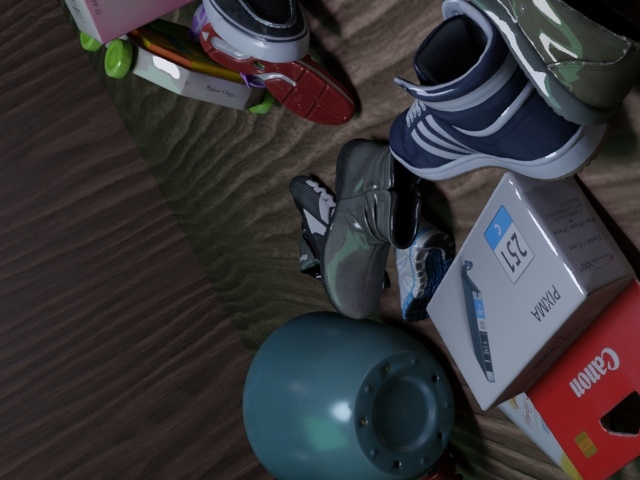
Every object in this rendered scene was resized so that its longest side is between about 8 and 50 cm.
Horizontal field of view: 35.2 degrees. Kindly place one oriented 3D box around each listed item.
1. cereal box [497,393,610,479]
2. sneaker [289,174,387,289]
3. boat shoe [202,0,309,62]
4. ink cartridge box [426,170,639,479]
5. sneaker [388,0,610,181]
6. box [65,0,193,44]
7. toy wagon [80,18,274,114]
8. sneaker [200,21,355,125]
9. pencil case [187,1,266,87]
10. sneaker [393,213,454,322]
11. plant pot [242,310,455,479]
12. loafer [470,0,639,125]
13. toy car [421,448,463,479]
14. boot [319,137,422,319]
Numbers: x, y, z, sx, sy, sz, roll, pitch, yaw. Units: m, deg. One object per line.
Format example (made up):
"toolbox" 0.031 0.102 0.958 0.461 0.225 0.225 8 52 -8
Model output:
"cereal box" 0.244 0.159 1.187 0.240 0.047 0.173 43 156 48
"sneaker" 0.000 0.000 1.581 0.234 0.106 0.078 55 164 18
"boat shoe" -0.094 -0.345 1.255 0.105 0.113 0.306 104 150 -46
"ink cartridge box" 0.226 0.102 0.992 0.261 0.066 0.296 61 158 22
"sneaker" 0.110 -0.128 0.892 0.153 0.099 0.282 34 170 -25
"box" -0.251 -0.398 1.415 0.127 0.232 0.148 37 153 54
"toy wagon" -0.235 -0.293 1.575 0.344 0.267 0.068 45 117 47
"sneaker" -0.035 -0.252 1.313 0.221 0.128 0.087 33 144 -10
"pencil case" -0.119 -0.291 1.467 0.206 0.088 0.086 41 157 49
"sneaker" 0.128 0.031 1.318 0.190 0.071 0.083 92 153 -48
"plant pot" 0.062 0.254 1.539 0.235 0.293 0.293 -6 113 60
"loafer" 0.159 -0.205 0.750 0.251 0.094 0.087 53 136 9
"toy car" 0.190 0.418 1.604 0.225 0.053 0.239 15 -153 -49
"boot" 0.067 -0.008 1.248 0.161 0.083 0.246 -154 65 -68
